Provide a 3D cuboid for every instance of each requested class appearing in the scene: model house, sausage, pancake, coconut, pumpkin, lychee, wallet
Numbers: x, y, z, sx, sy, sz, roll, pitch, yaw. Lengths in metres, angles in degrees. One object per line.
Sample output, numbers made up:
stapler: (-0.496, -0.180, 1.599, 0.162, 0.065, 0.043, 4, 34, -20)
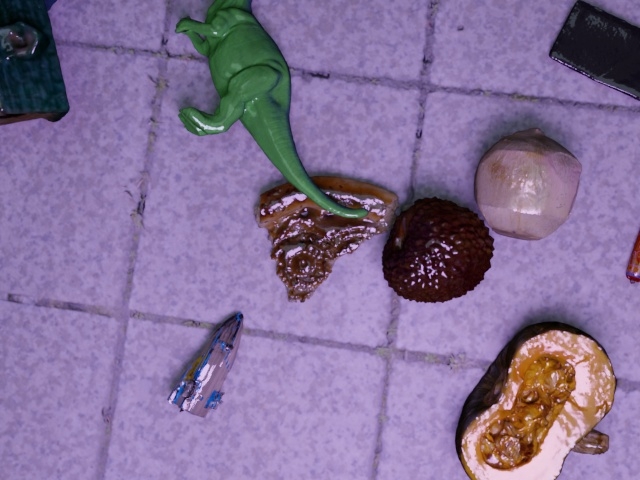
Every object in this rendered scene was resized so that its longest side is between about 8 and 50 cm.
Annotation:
model house: (-0.592, -0.390, 1.094, 0.343, 0.334, 0.382, -9, 96, 4)
sausage: (0.582, 0.019, 1.161, 0.034, 0.034, 0.129, 21, 87, 3)
pancake: (0.000, 0.000, 1.173, 0.266, 0.057, 0.244, 11, 87, 3)
coconut: (0.353, -0.099, 1.107, 0.194, 0.194, 0.194, 0, 87, 2)
pumpkin: (0.379, 0.301, 1.101, 0.222, 0.139, 0.317, 34, 88, 6)
lychee: (0.206, 0.022, 1.113, 0.188, 0.188, 0.188, 0, 87, 2)
wallet: (0.555, -0.338, 1.186, 0.244, 0.025, 0.124, 26, 88, 2)

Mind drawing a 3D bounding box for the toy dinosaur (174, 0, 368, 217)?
toy dinosaur: (-0.062, -0.296, 1.182, 0.500, 0.144, 0.374, 30, 76, 1)

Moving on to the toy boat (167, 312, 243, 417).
toy boat: (-0.193, 0.225, 1.169, 0.084, 0.066, 0.210, 34, 78, -29)
